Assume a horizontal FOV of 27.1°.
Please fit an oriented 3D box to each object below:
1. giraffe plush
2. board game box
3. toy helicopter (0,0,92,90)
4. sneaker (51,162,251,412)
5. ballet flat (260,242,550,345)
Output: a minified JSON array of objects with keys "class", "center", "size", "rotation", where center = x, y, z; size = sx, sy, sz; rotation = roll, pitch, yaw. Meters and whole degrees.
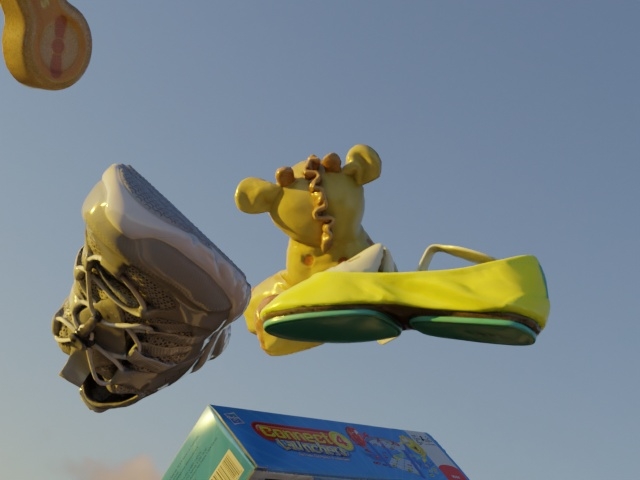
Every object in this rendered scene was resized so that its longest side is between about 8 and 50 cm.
[{"class":"giraffe plush","center":[0.000,0.000,1.259],"size":[0.210,0.181,0.170],"rotation":[7,-60,61]},{"class":"board game box","center":[-0.049,0.310,1.246],"size":[0.302,0.308,0.086],"rotation":[16,23,-46]},{"class":"toy helicopter","center":[-0.266,-0.299,1.135],"size":[0.140,0.235,0.355],"rotation":[11,-51,36]},{"class":"sneaker","center":[-0.117,0.051,0.848],"size":[0.105,0.115,0.281],"rotation":[42,-18,16]},{"class":"ballet flat","center":[0.066,0.040,1.035],"size":[0.231,0.077,0.077],"rotation":[-1,-23,22]}]
